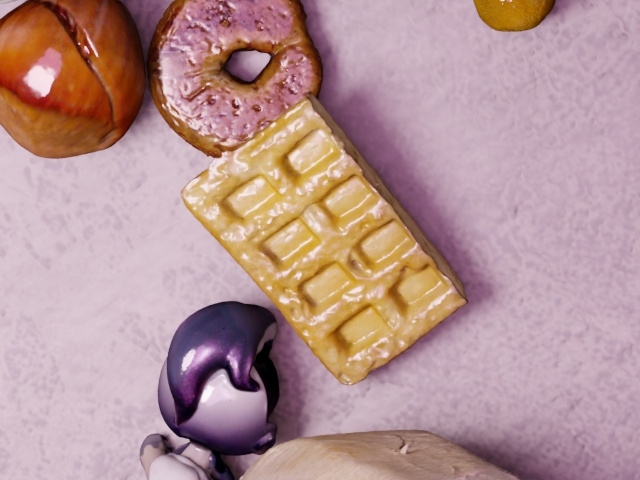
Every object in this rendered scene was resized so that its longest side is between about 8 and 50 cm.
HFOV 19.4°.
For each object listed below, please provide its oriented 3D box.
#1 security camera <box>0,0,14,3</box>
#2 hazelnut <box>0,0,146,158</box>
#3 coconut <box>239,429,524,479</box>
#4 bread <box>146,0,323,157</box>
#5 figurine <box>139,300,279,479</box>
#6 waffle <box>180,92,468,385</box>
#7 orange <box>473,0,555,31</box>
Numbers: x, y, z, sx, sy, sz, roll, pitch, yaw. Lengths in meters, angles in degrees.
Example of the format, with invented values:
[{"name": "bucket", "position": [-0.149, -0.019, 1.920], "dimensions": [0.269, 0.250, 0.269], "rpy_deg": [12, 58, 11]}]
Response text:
[{"name": "security camera", "position": [-0.355, -0.323, 1.873], "dimensions": [0.236, 0.194, 0.194], "rpy_deg": [-3, 96, 7]}, {"name": "hazelnut", "position": [-0.251, -0.171, 1.881], "dimensions": [0.182, 0.182, 0.182], "rpy_deg": [1, 97, 10]}, {"name": "coconut", "position": [0.078, 0.348, 1.790], "dimensions": [0.346, 0.360, 0.346], "rpy_deg": [-3, 87, 50]}, {"name": "bread", "position": [-0.088, -0.176, 1.901], "dimensions": [0.193, 0.064, 0.193], "rpy_deg": [0, 96, 5]}, {"name": "figurine", "position": [-0.116, 0.164, 1.908], "dimensions": [0.145, 0.145, 0.222], "rpy_deg": [20, 101, 8]}, {"name": "waffle", "position": [0.006, 0.000, 1.877], "dimensions": [0.168, 0.057, 0.274], "rpy_deg": [-37, 101, 16]}, {"name": "orange", "position": [0.190, -0.251, 1.829], "dimensions": [0.085, 0.085, 0.095], "rpy_deg": [7, 91, 10]}]
